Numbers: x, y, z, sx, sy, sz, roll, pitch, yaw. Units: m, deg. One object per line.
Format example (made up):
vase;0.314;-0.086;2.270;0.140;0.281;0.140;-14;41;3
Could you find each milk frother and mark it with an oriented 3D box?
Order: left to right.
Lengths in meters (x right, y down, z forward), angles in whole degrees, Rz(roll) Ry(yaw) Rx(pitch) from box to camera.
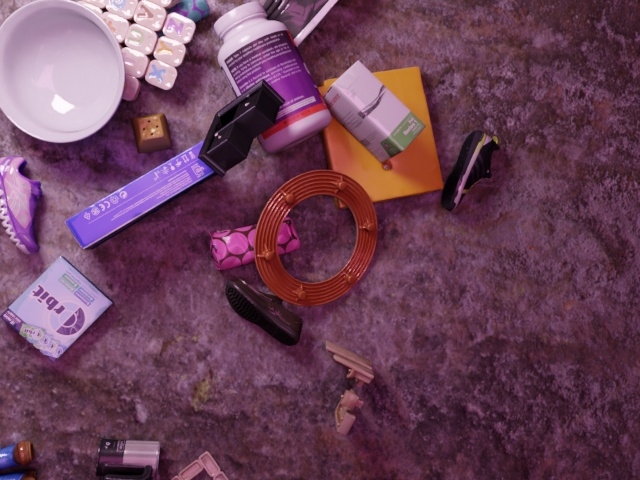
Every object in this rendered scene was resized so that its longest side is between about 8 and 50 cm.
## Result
milk frother;-0.440;0.531;1.483;0.135;0.129;0.143;7;130;-12

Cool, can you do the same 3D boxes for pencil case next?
pencil case;-0.338;-0.526;1.534;0.152;0.064;0.070;-38;110;-11
pencil case;-0.158;0.002;1.552;0.209;0.095;0.098;-14;85;-15

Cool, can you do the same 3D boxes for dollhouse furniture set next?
dollhouse furniture set;0.038;0.352;1.573;0.123;0.144;0.151;27;98;-6

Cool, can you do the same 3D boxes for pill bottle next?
pill bottle;-0.118;-0.378;1.520;0.182;0.181;0.322;-28;95;-12

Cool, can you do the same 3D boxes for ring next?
ring;0.000;0.000;1.551;0.337;0.032;0.336;-8;107;-27

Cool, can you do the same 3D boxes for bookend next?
bookend;-0.168;-0.238;1.389;0.072;0.156;0.157;41;41;-29

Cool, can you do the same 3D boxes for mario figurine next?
mario figurine;-0.771;0.520;1.358;0.321;0.170;0.198;-7;56;-20

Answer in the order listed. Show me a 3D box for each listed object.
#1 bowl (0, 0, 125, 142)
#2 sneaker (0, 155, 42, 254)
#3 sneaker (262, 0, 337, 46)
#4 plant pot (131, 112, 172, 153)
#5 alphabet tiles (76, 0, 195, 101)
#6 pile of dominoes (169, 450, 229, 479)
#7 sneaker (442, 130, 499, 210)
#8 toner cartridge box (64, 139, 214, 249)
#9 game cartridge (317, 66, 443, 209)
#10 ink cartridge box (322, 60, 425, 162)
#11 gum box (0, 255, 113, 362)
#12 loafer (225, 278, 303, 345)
bowl;-0.551;-0.363;1.430;0.298;0.134;0.297;0;98;3
sneaker;-0.662;-0.086;1.443;0.105;0.095;0.236;-21;92;-20
sneaker;-0.027;-0.618;1.583;0.147;0.104;0.295;40;85;-14
plant pot;-0.390;-0.253;1.507;0.082;0.083;0.081;-12;91;-13
alphabet tiles;-0.439;-0.472;1.486;0.278;0.021;0.284;24;99;1
pile of dominoes;-0.276;0.659;1.549;0.196;0.040;0.251;-35;88;-10
sneaker;0.398;-0.173;1.680;0.097;0.084;0.234;26;83;-12
toner cartridge box;-0.388;-0.101;1.464;0.348;0.165;0.075;-32;96;-11
game cartridge;0.145;-0.260;1.648;0.285;0.053;0.323;-11;89;-12
ink cartridge box;0.117;-0.299;1.535;0.219;0.160;0.092;43;79;-7
gum box;-0.593;0.155;1.475;0.157;0.041;0.184;44;80;-9
loafer;-0.133;0.163;1.569;0.220;0.080;0.078;41;48;-8
